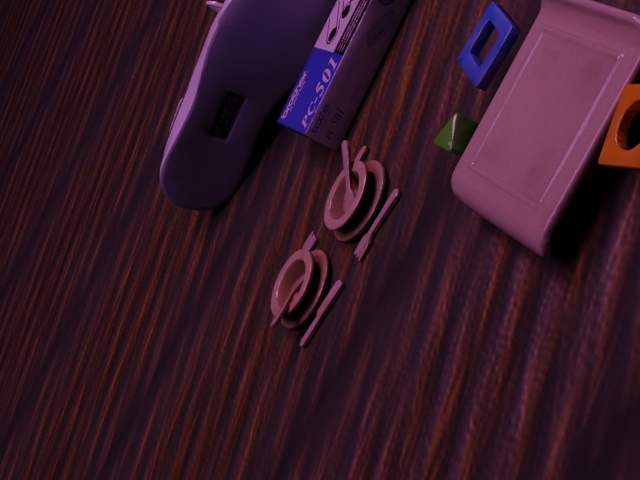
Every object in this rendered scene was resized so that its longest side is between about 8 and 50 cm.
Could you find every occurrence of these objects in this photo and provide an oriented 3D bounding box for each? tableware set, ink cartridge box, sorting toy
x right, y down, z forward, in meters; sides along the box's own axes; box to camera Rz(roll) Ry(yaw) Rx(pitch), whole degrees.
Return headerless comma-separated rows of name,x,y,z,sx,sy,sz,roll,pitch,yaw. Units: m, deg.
tableware set,0.000,0.000,1.526,0.194,0.039,0.128,-58,25,14
ink cartridge box,0.030,-0.204,1.651,0.207,0.046,0.097,-64,23,2
sorting toy,0.191,-0.094,1.224,0.196,0.047,0.347,-66,23,9

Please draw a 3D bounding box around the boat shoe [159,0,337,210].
boat shoe,-0.084,-0.214,1.814,0.156,0.136,0.367,-95,28,-53
